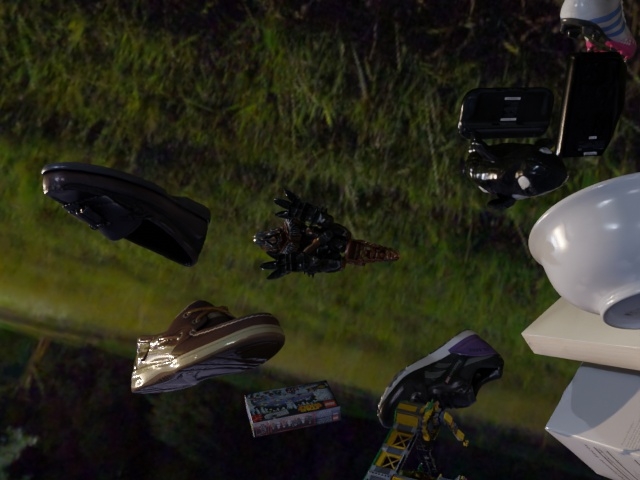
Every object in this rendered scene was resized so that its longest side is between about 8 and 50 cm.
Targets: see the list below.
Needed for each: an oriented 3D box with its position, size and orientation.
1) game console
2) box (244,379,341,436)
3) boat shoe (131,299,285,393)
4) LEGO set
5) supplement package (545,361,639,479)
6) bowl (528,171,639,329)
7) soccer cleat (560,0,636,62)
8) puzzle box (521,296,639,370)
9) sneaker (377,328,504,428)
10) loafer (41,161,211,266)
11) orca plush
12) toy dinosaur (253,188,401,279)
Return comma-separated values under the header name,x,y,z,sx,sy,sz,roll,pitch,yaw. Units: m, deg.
name,x,y,z,sx,sy,sz,roll,pitch,yaw
game console,0.451,-0.273,1.493,0.361,0.213,0.044,-4,-158,-15
box,-0.045,0.260,1.153,0.137,0.027,0.094,-8,-162,-12
boat shoe,-0.189,0.151,1.153,0.123,0.123,0.342,9,155,-40
LEGO set,0.219,0.452,1.280,0.192,0.255,0.331,4,120,33
supplement package,0.592,0.340,1.325,0.175,0.178,0.293,41,164,-18
bowl,0.451,0.036,1.028,0.297,0.134,0.298,0,150,0
soccer cleat,0.636,-0.492,1.636,0.116,0.143,0.331,23,-169,36
puzzle box,0.548,0.106,1.223,0.052,0.272,0.409,56,164,-8
sneaker,0.250,0.302,1.515,0.124,0.283,0.107,41,163,47
loafer,-0.268,-0.032,1.070,0.109,0.095,0.302,-6,165,31
orca plush,0.300,-0.151,1.248,0.102,0.151,0.287,43,-168,-22
toy dinosaur,0.000,0.000,1.458,0.321,0.164,0.218,-16,162,27
